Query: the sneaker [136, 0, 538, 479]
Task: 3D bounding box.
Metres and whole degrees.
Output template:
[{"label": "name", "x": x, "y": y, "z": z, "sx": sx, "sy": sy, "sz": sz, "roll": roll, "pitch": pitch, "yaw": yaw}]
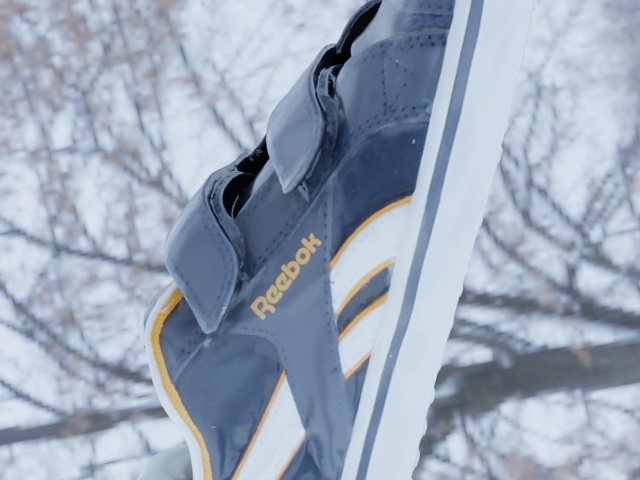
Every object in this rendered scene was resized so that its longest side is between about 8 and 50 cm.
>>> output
[{"label": "sneaker", "x": 0.000, "y": 0.000, "z": 0.689, "sx": 0.126, "sy": 0.128, "sz": 0.321, "roll": -65, "pitch": -10, "yaw": -70}]
